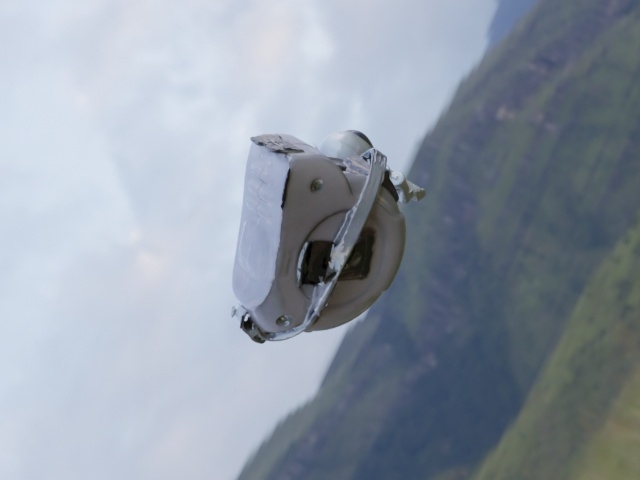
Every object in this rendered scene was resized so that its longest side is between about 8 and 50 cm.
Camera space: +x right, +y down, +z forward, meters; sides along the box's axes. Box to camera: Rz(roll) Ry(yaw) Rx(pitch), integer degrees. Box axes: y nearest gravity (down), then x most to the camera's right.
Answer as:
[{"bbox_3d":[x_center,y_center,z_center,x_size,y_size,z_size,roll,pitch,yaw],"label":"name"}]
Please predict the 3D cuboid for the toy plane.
[{"bbox_3d":[0.043,-0.075,2.064,0.080,0.174,0.174,-62,-15,-19],"label":"toy plane"}]

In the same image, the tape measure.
[{"bbox_3d":[0.000,0.000,1.887,0.197,0.120,0.236,-4,-66,-34],"label":"tape measure"}]
